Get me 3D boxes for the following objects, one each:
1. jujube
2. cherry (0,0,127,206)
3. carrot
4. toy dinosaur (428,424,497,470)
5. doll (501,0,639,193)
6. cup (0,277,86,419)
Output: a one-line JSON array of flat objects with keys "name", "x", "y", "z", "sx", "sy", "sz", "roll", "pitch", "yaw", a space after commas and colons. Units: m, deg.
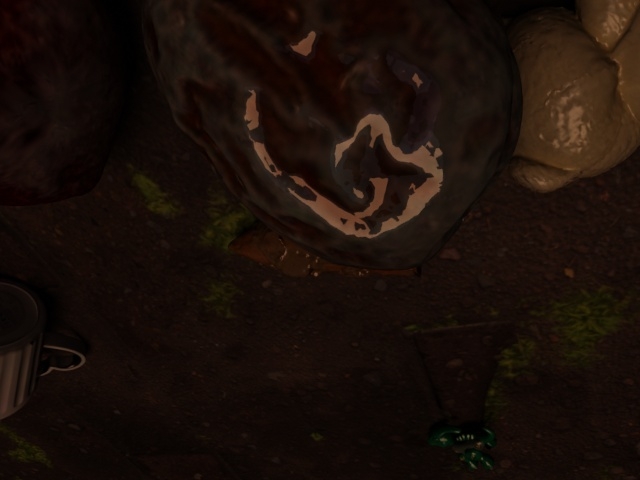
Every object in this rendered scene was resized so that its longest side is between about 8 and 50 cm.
[{"name": "jujube", "x": 0.000, "y": -0.127, "z": 0.416, "sx": 0.308, "sy": 0.215, "sz": 0.246, "roll": 37, "pitch": 133, "yaw": 14}, {"name": "cherry", "x": -0.295, "y": -0.144, "z": 0.494, "sx": 0.203, "sy": 0.230, "sz": 0.300, "roll": 29, "pitch": 153, "yaw": 19}, {"name": "carrot", "x": 0.000, "y": 0.000, "z": 0.653, "sx": 0.263, "sy": 0.102, "sz": 0.102, "roll": -2, "pitch": 130, "yaw": 22}, {"name": "toy dinosaur", "x": 0.250, "y": 0.344, "z": 0.914, "sx": 0.096, "sy": 0.059, "sz": 0.132, "roll": 35, "pitch": 137, "yaw": -11}, {"name": "doll", "x": 0.270, "y": -0.158, "z": 0.422, "sx": 0.149, "sy": 0.175, "sz": 0.278, "roll": 11, "pitch": 149, "yaw": -43}, {"name": "cup", "x": -0.521, "y": 0.168, "z": 0.882, "sx": 0.167, "sy": 0.221, "sz": 0.202, "roll": 47, "pitch": 129, "yaw": 16}]
